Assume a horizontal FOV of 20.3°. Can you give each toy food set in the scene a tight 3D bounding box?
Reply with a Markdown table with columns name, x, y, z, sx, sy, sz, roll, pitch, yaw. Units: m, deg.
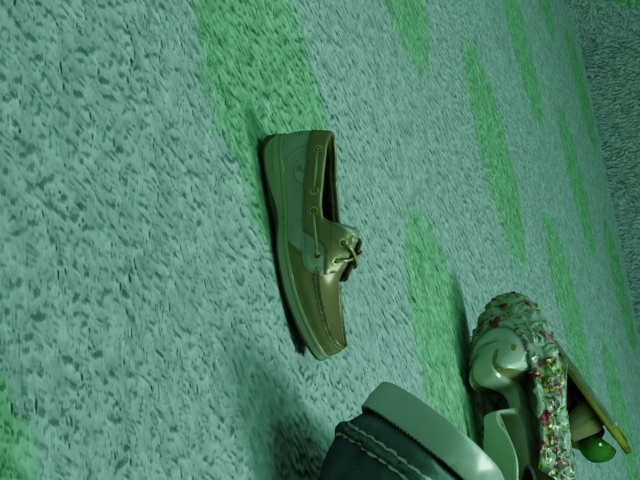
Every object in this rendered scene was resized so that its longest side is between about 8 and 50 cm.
| name | x | y | z | sx | sy | sz | roll | pitch | yaw |
| --- | --- | --- | --- | --- | --- | --- | --- | --- | --- |
| toy food set | 0.269 | 0.188 | 1.926 | 0.128 | 0.071 | 0.218 | 56 | 4 | 21 |

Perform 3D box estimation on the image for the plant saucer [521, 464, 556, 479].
| name | x | y | z | sx | sy | sz | roll | pitch | yaw |
| --- | --- | --- | --- | --- | --- | --- | --- | --- | --- |
| plant saucer | 0.167 | 0.309 | 1.218 | 0.310 | 0.050 | 0.310 | -1 | 90 | -89 |

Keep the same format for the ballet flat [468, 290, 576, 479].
| name | x | y | z | sx | sy | sz | roll | pitch | yaw |
| --- | --- | --- | --- | --- | --- | --- | --- | --- | --- |
| ballet flat | 0.164 | 0.141 | 1.498 | 0.077 | 0.091 | 0.241 | 24 | 45 | -42 |

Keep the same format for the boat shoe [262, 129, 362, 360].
| name | x | y | z | sx | sy | sz | roll | pitch | yaw |
| --- | --- | --- | --- | --- | --- | --- | --- | --- | --- |
| boat shoe | 0.000 | 0.000 | 1.021 | 0.050 | 0.045 | 0.135 | 18 | 60 | -74 |

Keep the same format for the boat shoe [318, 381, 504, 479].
| name | x | y | z | sx | sy | sz | roll | pitch | yaw |
| --- | --- | --- | --- | --- | --- | --- | --- | --- | --- |
| boat shoe | 0.053 | 0.184 | 1.022 | 0.099 | 0.116 | 0.319 | -50 | 155 | -15 |
